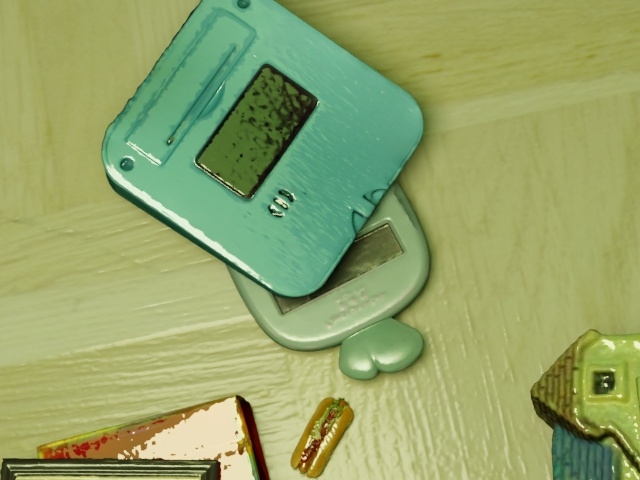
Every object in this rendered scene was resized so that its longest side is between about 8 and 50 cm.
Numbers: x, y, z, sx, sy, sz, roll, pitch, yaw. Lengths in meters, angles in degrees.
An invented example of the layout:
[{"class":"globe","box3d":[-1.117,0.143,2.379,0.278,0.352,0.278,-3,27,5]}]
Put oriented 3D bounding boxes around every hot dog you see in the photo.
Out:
[{"class":"hot dog","box3d":[0.002,0.184,1.620,0.037,0.021,0.083,26,81,7]}]

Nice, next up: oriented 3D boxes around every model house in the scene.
[{"class":"model house","box3d":[0.282,0.188,1.524,0.189,0.195,0.214,-2,75,11]}]

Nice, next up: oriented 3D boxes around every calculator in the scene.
[{"class":"calculator","box3d":[0.000,0.000,1.651,0.185,0.041,0.299,-28,75,-3]}]

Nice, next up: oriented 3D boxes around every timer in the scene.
[{"class":"timer","box3d":[-0.055,-0.090,1.635,0.250,0.091,0.232,35,79,2]}]

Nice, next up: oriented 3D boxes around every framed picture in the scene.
[{"class":"framed picture","box3d":[-0.188,0.279,1.492,0.199,0.010,0.195,1,60,0]}]

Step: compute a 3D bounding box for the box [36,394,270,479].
[{"class":"box","box3d":[-0.126,0.316,1.563,0.197,0.089,0.313,-15,77,3]}]
